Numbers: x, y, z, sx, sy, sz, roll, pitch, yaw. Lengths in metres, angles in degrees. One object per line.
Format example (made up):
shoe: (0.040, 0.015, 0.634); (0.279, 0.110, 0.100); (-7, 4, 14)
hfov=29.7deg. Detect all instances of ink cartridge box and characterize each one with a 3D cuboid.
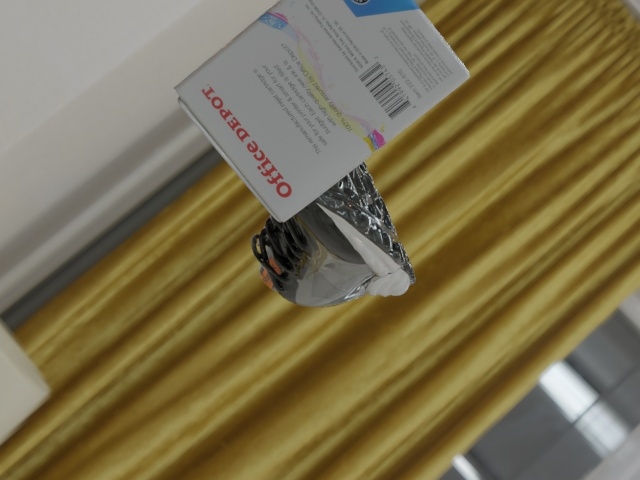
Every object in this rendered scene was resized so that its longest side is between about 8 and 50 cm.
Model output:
ink cartridge box: (0.001, -0.081, 0.616); (0.088, 0.122, 0.052); (51, 8, -6)

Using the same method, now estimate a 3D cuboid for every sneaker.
sneaker: (0.000, 0.000, 0.849); (0.271, 0.108, 0.100); (60, 8, -73)
